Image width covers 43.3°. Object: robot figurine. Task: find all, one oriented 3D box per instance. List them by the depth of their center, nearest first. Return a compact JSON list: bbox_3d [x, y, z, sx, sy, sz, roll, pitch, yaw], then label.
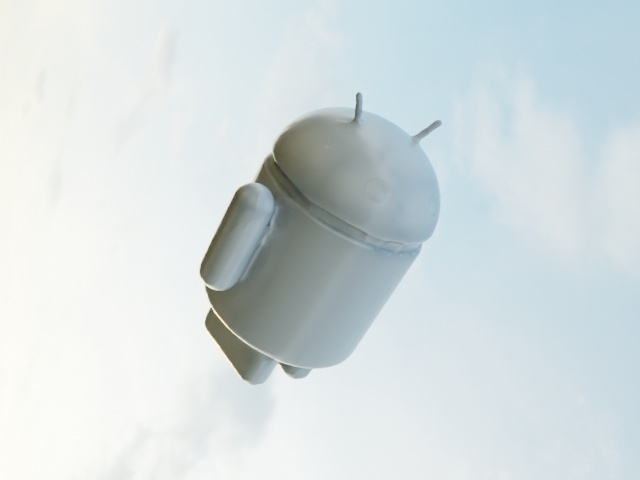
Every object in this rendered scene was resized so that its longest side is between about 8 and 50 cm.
[{"bbox_3d":[0.000,0.000,0.903,0.200,0.299,0.354,46,-63,29],"label":"robot figurine"}]
